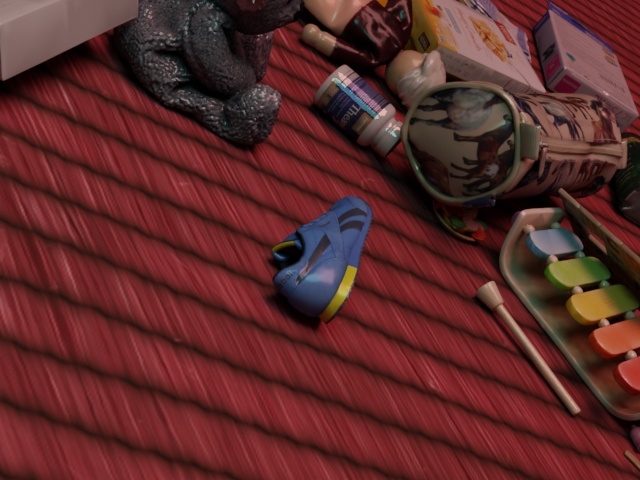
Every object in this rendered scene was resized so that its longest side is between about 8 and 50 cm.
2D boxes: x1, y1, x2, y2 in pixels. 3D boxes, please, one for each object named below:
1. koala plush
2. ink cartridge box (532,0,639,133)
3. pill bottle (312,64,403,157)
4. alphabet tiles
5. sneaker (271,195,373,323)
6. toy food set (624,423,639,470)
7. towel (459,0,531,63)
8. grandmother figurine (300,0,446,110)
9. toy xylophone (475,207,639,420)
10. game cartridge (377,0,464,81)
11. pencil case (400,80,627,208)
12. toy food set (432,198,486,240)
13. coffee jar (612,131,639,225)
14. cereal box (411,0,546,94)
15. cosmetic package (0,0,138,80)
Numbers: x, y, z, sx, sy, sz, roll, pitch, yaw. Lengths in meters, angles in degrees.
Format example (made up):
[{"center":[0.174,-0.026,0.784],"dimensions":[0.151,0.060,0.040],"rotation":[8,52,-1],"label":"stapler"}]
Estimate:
[{"center":[-0.100,-0.261,1.183],"dimensions":[0.203,0.221,0.196],"rotation":[24,35,-24],"label":"koala plush"},{"center":[0.516,-0.348,2.103],"dimensions":[0.186,0.065,0.311],"rotation":[29,35,-16],"label":"ink cartridge box"},{"center":[0.054,-0.164,1.371],"dimensions":[0.120,0.067,0.067],"rotation":[42,31,5],"label":"pill bottle"},{"center":[0.407,0.051,1.388],"dimensions":[0.237,0.009,0.198],"rotation":[50,-1,36],"label":"alphabet tiles"},{"center":[0.000,0.000,1.104],"dimensions":[0.082,0.069,0.209],"rotation":[31,32,-7],"label":"sneaker"},{"center":[0.401,0.243,1.262],"dimensions":[0.078,0.019,0.122],"rotation":[46,32,10],"label":"toy food set"},{"center":[0.283,-0.445,1.940],"dimensions":[0.285,0.034,0.209],"rotation":[45,22,-12],"label":"towel"},{"center":[0.055,-0.322,1.550],"dimensions":[0.342,0.104,0.208],"rotation":[46,67,4],"label":"grandmother figurine"},{"center":[0.328,0.101,1.309],"dimensions":[0.322,0.081,0.236],"rotation":[50,33,17],"label":"toy xylophone"},{"center":[0.140,-0.397,1.786],"dimensions":[0.285,0.052,0.323],"rotation":[14,42,-35],"label":"game cartridge"},{"center":[0.281,-0.128,1.442],"dimensions":[0.183,0.160,0.410],"rotation":[21,15,31],"label":"pencil case"},{"center":[0.181,-0.030,1.379],"dimensions":[0.083,0.020,0.082],"rotation":[9,42,-41],"label":"toy food set"},{"center":[0.539,-0.106,1.798],"dimensions":[0.096,0.079,0.184],"rotation":[29,32,-17],"label":"coffee jar"},{"center":[0.238,-0.314,1.697],"dimensions":[0.240,0.047,0.173],"rotation":[15,41,-35],"label":"cereal box"},{"center":[-0.283,-0.227,1.057],"dimensions":[0.099,0.060,0.239],"rotation":[16,31,17],"label":"cosmetic package"}]
